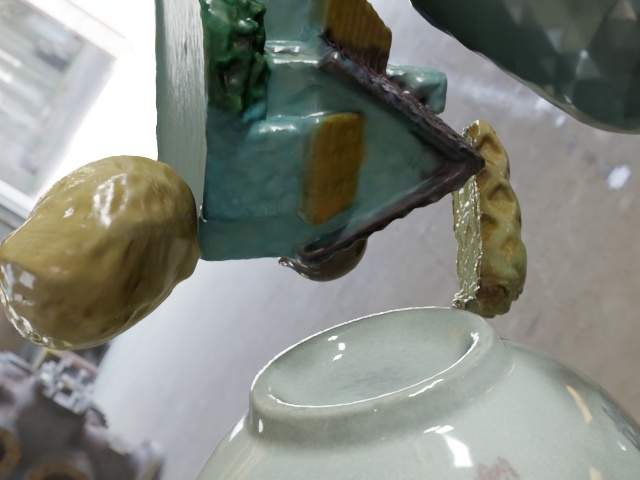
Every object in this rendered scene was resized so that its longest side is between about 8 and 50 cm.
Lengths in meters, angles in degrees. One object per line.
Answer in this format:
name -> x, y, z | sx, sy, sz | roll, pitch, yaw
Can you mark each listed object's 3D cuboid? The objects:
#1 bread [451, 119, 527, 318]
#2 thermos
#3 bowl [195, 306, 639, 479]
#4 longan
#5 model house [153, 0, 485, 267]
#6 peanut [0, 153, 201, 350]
bread -> 0.199, -0.020, 1.693 | 0.128, 0.088, 0.232 | 123, 148, -65
thermos -> 0.201, -0.166, 0.989 | 0.145, 0.286, 0.182 | -43, -32, -13
bowl -> 0.059, 0.171, 1.023 | 0.435, 0.196, 0.435 | -15, 16, 4
longan -> 0.000, 0.000, 1.609 | 0.113, 0.092, 0.113 | -24, 32, 16
model house -> 0.006, -0.119, 1.120 | 0.280, 0.249, 0.230 | -125, 33, -65
peanut -> -0.153, 0.008, 0.961 | 0.159, 0.109, 0.140 | -20, -47, -63
